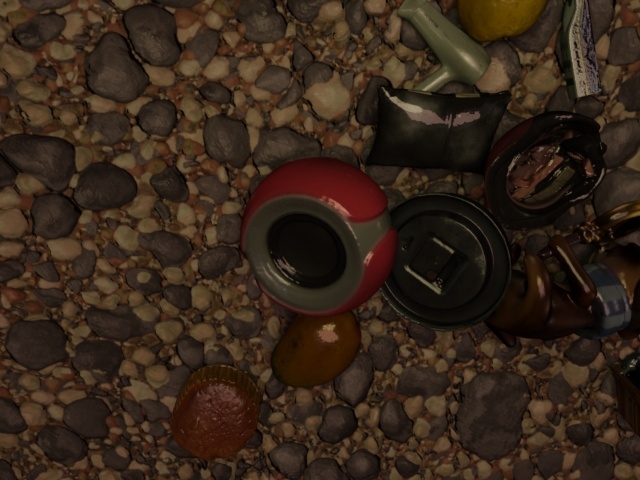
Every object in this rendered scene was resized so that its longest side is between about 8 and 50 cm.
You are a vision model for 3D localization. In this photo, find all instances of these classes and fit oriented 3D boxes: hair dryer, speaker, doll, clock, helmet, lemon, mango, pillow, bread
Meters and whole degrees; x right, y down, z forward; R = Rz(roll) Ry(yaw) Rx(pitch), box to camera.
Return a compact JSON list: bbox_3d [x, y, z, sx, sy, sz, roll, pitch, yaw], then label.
[{"bbox_3d":[0.181,-0.329,1.010,0.206,0.075,0.237,43,106,-1],"label":"hair dryer"},{"bbox_3d":[0.000,0.000,0.961,0.295,0.294,0.293,0,101,0],"label":"speaker"},{"bbox_3d":[0.507,0.088,1.031,0.340,0.209,0.317,-7,134,3],"label":"doll"},{"bbox_3d":[0.233,0.040,1.018,0.281,0.055,0.280,8,108,27],"label":"clock"},{"bbox_3d":[0.407,-0.142,0.986,0.254,0.154,0.198,-23,112,1],"label":"helmet"},{"bbox_3d":[0.327,-0.460,0.923,0.170,0.170,0.207,7,99,-1],"label":"lemon"},{"bbox_3d":[-0.006,0.224,1.083,0.152,0.120,0.221,32,106,-3],"label":"mango"},{"bbox_3d":[0.218,-0.207,0.990,0.250,0.105,0.185,3,136,0],"label":"pillow"},{"bbox_3d":[-0.225,0.374,1.119,0.199,0.104,0.199,0,102,-2],"label":"bread"}]

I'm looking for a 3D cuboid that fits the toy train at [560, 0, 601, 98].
[{"bbox_3d":[0.490,-0.393,0.992,0.051,0.052,0.233,-13,101,7],"label":"toy train"}]

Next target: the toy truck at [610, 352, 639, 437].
[{"bbox_3d":[0.800,0.322,1.094,0.306,0.136,0.162,-11,108,5],"label":"toy truck"}]
